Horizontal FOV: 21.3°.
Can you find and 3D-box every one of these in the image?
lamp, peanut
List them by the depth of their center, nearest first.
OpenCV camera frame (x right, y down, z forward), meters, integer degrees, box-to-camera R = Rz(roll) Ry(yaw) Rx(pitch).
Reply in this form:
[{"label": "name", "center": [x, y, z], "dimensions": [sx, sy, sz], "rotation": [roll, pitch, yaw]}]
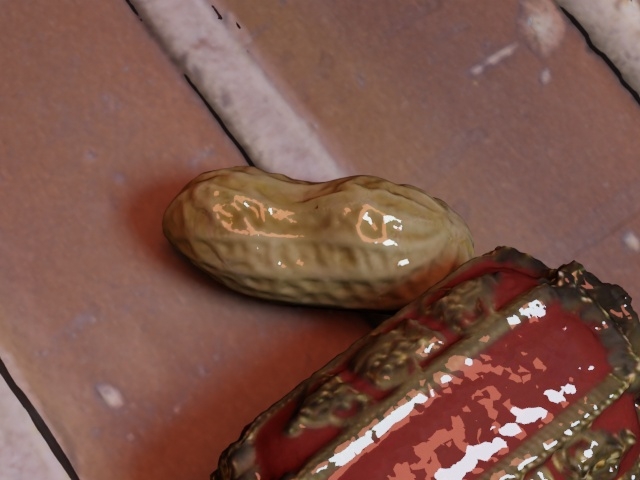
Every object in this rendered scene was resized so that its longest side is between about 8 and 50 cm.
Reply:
[{"label": "lamp", "center": [0.067, 0.123, 0.963], "dimensions": [0.274, 0.177, 0.177], "rotation": [-35, 76, -17]}, {"label": "peanut", "center": [0.000, 0.000, 1.044], "dimensions": [0.194, 0.093, 0.083], "rotation": [7, 80, -7]}]
